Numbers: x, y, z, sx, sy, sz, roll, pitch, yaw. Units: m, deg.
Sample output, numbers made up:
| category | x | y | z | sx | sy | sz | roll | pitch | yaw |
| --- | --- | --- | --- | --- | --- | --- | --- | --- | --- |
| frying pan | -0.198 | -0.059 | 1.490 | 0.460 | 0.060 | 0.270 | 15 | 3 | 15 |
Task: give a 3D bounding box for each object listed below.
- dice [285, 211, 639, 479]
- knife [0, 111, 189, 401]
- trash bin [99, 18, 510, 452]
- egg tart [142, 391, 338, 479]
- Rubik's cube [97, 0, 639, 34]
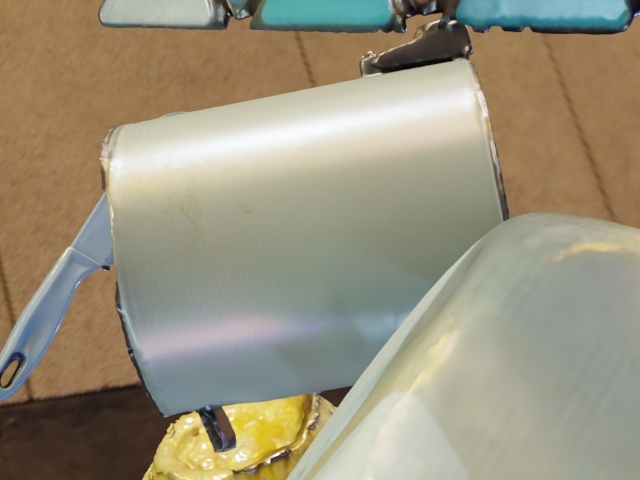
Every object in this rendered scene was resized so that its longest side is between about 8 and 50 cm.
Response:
| category | x | y | z | sx | sy | sz | roll | pitch | yaw |
| --- | --- | --- | --- | --- | --- | --- | --- | --- | --- |
| dice | 0.119 | 0.165 | 0.668 | 0.265 | 0.268 | 0.262 | 36 | 68 | 2 |
| knife | -0.197 | 0.008 | 1.142 | 0.044 | 0.019 | 0.313 | 32 | 70 | -8 |
| trash bin | 0.000 | 0.000 | 0.952 | 0.263 | 0.217 | 0.277 | -10 | 85 | 5 |
| egg tart | -0.083 | 0.267 | 1.555 | 0.345 | 0.345 | 0.132 | -38 | 120 | -39 |
| Rubik's cube | -0.013 | -0.174 | 0.584 | 0.250 | 0.234 | 0.284 | 63 | 17 | -18 |
